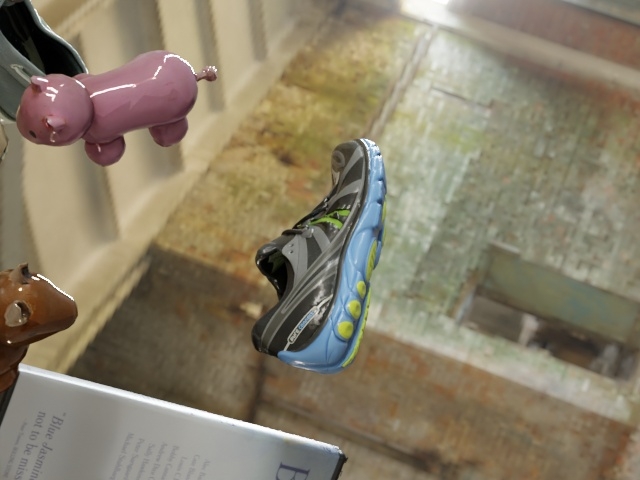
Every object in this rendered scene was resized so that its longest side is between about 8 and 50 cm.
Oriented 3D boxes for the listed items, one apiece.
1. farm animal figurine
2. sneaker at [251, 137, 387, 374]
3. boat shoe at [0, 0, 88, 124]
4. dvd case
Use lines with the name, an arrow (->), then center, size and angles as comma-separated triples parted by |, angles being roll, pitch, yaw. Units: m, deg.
farm animal figurine -> -0.216, -0.093, 0.615 | 0.172, 0.326, 0.330 | 130, 154, -72
sneaker -> 0.000, 0.000, 0.800 | 0.067, 0.078, 0.188 | 86, -165, -48
boat shoe -> -0.301, -0.237, 1.124 | 0.319, 0.099, 0.116 | 70, -155, -44
dvd case -> -0.123, 0.200, 0.873 | 0.180, 0.253, 0.022 | -69, 24, 5
